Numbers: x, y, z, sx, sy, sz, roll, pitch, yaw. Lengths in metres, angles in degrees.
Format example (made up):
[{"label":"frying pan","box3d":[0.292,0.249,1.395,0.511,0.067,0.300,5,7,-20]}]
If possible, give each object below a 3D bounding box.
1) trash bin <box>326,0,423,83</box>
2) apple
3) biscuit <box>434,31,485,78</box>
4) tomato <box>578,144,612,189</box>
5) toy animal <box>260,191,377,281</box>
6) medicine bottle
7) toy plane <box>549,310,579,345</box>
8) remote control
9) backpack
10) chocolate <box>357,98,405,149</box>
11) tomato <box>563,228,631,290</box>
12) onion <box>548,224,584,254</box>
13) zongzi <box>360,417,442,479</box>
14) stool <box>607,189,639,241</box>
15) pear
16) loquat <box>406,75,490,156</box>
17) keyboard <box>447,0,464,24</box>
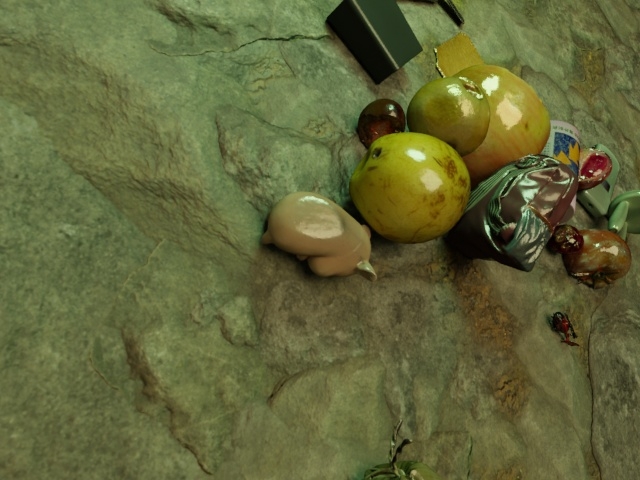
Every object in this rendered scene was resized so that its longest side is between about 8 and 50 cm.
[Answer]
[{"label":"trash bin","box3d":[0.157,-0.567,1.398,0.225,0.115,0.165,52,57,-10]},{"label":"apple","box3d":[0.465,-0.331,1.480,0.309,0.314,0.252,43,15,-21]},{"label":"biscuit","box3d":[0.465,-0.538,1.640,0.232,0.013,0.236,-39,96,-34]},{"label":"tomato","box3d":[0.880,-0.233,1.742,0.173,0.189,0.099,-52,141,-21]},{"label":"toy animal","box3d":[0.005,-0.010,1.110,0.250,0.154,0.166,27,55,-25]},{"label":"medicine bottle","box3d":[0.700,-0.208,1.585,0.178,0.178,0.290,28,62,-22]},{"label":"toy plane","box3d":[0.728,0.262,1.533,0.037,0.060,0.145,-44,115,-33]},{"label":"remote control","box3d":[1.000,-0.224,1.848,0.140,0.056,0.296,43,57,-14]},{"label":"backpack","box3d":[0.498,-0.087,1.314,0.197,0.283,0.317,37,84,-23]},{"label":"chocolate","box3d":[0.163,-0.300,1.309,0.124,0.133,0.127,1,78,-35]},{"label":"tomato","box3d":[0.910,0.052,1.656,0.214,0.155,0.180,21,62,-24]},{"label":"onion","box3d":[0.771,-0.001,1.620,0.107,0.097,0.107,0,51,0]},{"label":"zongzi","box3d":[0.268,0.630,1.107,0.467,0.218,0.499,12,54,-55]},{"label":"stool","box3d":[1.080,-0.043,1.747,0.198,0.196,0.195,-56,138,-38]},{"label":"pear","box3d":[0.210,-0.125,1.208,0.281,0.281,0.280,10,71,-29]},{"label":"loquat","box3d":[0.321,-0.305,1.297,0.213,0.213,0.212,10,71,-29]},{"label":"keyboard","box3d":[0.423,-0.769,1.664,0.155,0.010,0.053,46,33,-22]}]
